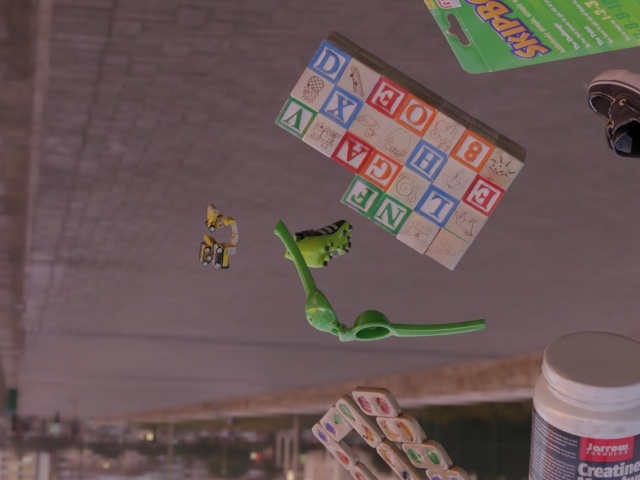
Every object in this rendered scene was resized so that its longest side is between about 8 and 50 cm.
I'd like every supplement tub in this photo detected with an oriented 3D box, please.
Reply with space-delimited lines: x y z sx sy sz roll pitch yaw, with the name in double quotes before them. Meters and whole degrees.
"supplement tub" 0.418 0.297 2.037 0.191 0.272 0.191 -1 -154 1

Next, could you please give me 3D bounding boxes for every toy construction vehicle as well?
"toy construction vehicle" -0.152 0.001 2.014 0.035 0.098 0.086 1 -160 -22

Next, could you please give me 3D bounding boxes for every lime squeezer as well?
"lime squeezer" 0.053 0.087 1.728 0.310 0.110 0.059 25 142 17

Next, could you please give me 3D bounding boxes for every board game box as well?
"board game box" 0.224 -0.211 1.145 0.259 0.039 0.124 -9 142 26

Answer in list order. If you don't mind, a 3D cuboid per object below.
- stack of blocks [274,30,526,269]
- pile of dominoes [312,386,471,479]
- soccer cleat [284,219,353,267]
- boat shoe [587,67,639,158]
"stack of blocks" 0.094 -0.117 1.721 0.297 0.171 0.087 32 -161 0
"pile of dominoes" 0.089 0.253 1.270 0.040 0.251 0.196 -39 170 -27
"soccer cleat" 0.000 0.000 2.044 0.072 0.060 0.179 13 -165 17
"boat shoe" 0.344 -0.117 1.419 0.080 0.076 0.228 56 171 -35
